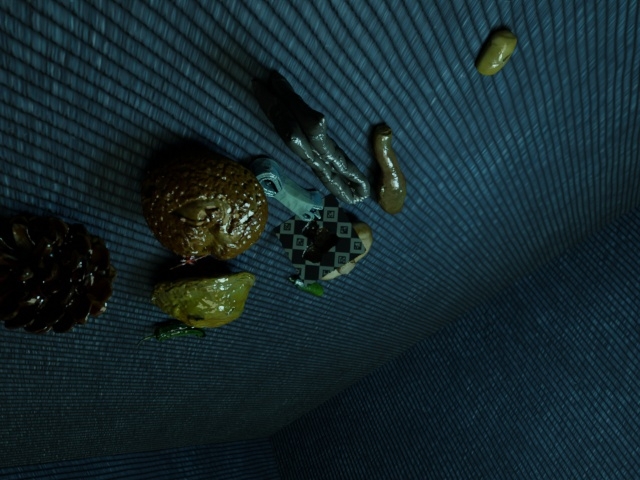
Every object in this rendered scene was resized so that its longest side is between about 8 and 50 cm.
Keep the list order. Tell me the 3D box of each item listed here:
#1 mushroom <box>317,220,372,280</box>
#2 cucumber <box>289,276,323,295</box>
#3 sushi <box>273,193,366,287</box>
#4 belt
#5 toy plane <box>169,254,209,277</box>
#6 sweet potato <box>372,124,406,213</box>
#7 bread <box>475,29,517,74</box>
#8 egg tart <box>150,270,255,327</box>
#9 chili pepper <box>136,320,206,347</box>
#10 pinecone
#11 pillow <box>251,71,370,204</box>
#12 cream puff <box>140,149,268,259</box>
[{"bbox_3d":[0.067,0.039,1.448,0.278,0.146,0.278,-27,156,-13],"label":"mushroom"},{"bbox_3d":[-0.049,0.183,1.657,0.056,0.056,0.250,-36,148,15],"label":"cucumber"},{"bbox_3d":[0.000,0.000,1.322,0.231,0.220,0.047,-31,170,8],"label":"sushi"},{"bbox_3d":[-0.089,-0.139,1.173,0.087,0.072,0.302,-36,146,19],"label":"belt"},{"bbox_3d":[-0.381,0.050,1.239,0.126,0.077,0.194,-29,155,11],"label":"toy plane"},{"bbox_3d":[0.217,-0.190,1.283,0.109,0.109,0.385,-26,147,-1],"label":"sweet potato"},{"bbox_3d":[0.470,-0.492,1.083,0.082,0.056,0.115,-5,141,-28],"label":"bread"},{"bbox_3d":[-0.372,0.194,1.315,0.339,0.153,0.351,4,157,-43],"label":"egg tart"},{"bbox_3d":[-0.535,0.341,1.536,0.278,0.065,0.122,12,128,-49],"label":"chili pepper"},{"bbox_3d":[-0.644,0.086,0.950,0.297,0.242,0.296,-22,149,5],"label":"pinecone"},{"bbox_3d":[-0.012,-0.226,0.964,0.101,0.228,0.326,-38,145,7],"label":"pillow"},{"bbox_3d":[-0.275,-0.067,0.986,0.302,0.212,0.303,-6,138,-6],"label":"cream puff"}]
